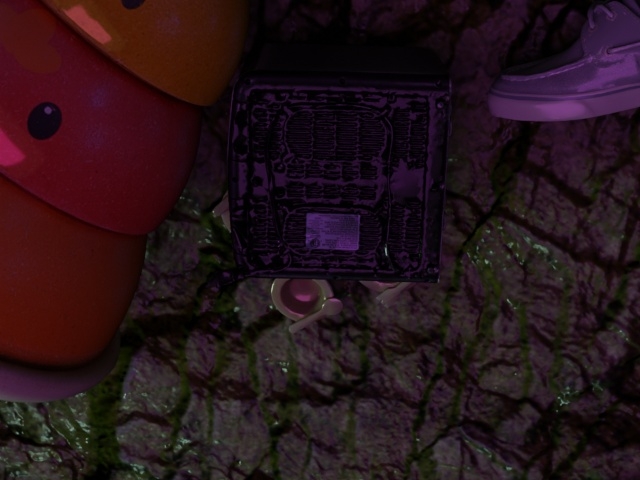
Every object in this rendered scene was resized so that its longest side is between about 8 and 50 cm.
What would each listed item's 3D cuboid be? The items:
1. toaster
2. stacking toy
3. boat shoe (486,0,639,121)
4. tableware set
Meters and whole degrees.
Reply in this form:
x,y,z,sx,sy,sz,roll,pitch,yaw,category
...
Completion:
x,y,z,sx,sy,sz,roll,pitch,yaw,category
0.008,-0.057,1.054,0.185,0.110,0.168,1,112,0,toaster
-0.174,-0.157,0.988,0.350,0.350,0.480,37,103,-11,stacking toy
0.230,-0.144,1.006,0.227,0.079,0.081,-10,109,12,boat shoe
0.000,0.000,1.166,0.141,0.020,0.169,-25,113,24,tableware set
